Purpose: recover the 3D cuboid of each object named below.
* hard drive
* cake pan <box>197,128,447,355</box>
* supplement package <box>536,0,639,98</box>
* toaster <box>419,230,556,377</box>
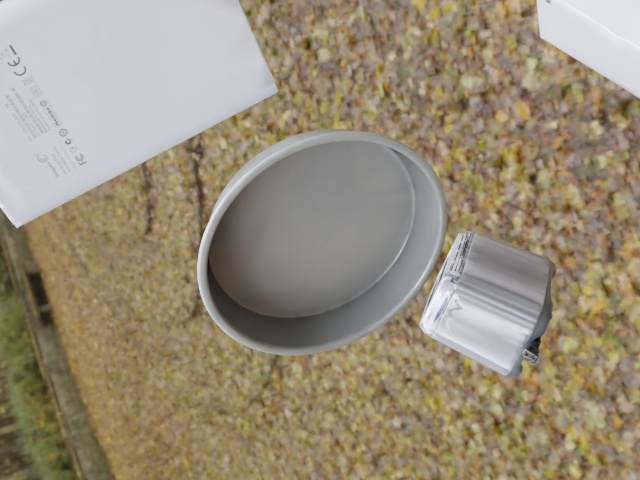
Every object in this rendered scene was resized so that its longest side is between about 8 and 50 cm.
[{"bbox_3d":[-0.226,-0.172,0.894,0.210,0.319,0.040,65,174,-35],"label":"hard drive"},{"bbox_3d":[0.000,0.000,0.975,0.054,0.293,0.293,-123,27,-50],"label":"cake pan"},{"bbox_3d":[0.392,-0.305,0.939,0.199,0.262,0.198,37,-173,14],"label":"supplement package"},{"bbox_3d":[0.225,0.083,1.166,0.146,0.227,0.129,24,121,6],"label":"toaster"}]
